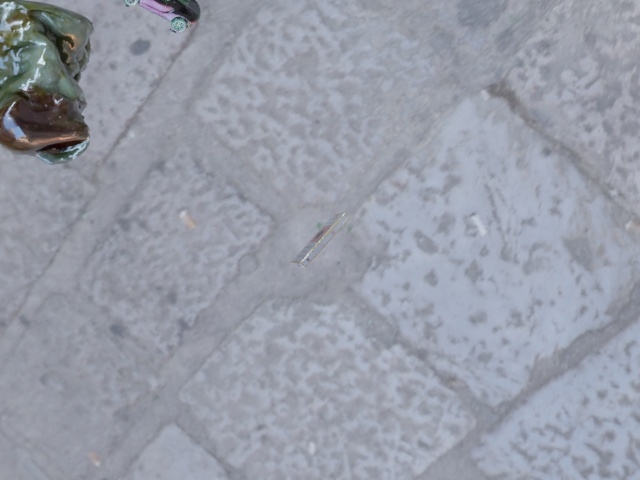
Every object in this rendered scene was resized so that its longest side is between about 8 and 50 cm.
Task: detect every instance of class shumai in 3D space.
[{"bbox_3d":[-0.412,-0.195,1.302,0.272,0.222,0.204,170,98,-65],"label":"shumai"}]

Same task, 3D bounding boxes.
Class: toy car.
[{"bbox_3d":[-0.248,-0.375,1.488,0.142,0.069,0.055,24,127,-25],"label":"toy car"}]

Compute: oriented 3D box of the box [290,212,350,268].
[{"bbox_3d":[0.000,0.000,1.167,0.012,0.046,0.083,45,78,-11],"label":"box"}]
